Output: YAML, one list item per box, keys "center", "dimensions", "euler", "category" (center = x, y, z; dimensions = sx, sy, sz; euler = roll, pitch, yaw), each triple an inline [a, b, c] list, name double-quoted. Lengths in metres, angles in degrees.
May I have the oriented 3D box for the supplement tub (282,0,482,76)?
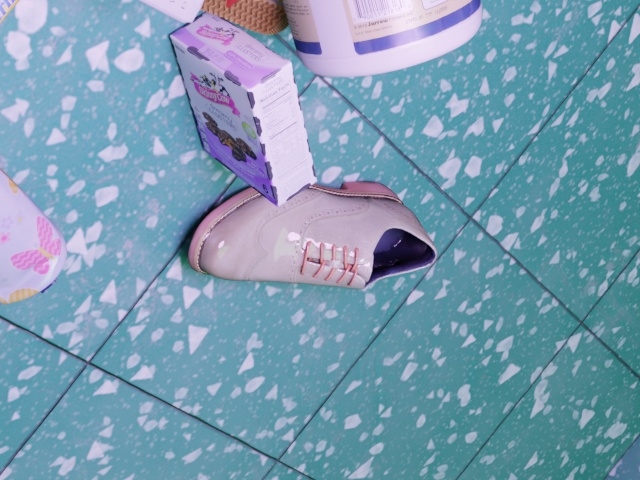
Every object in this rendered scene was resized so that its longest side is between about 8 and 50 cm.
- center: [0.048, -0.369, 1.775]
  dimensions: [0.228, 0.228, 0.316]
  euler: [-26, 113, -28]
  category: "supplement tub"

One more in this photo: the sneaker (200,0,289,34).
- center: [-0.117, -0.317, 1.848]
  dimensions: [0.185, 0.084, 0.069]
  euler: [27, 131, -29]
  category: "sneaker"

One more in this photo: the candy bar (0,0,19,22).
- center: [-0.350, -0.263, 1.691]
  dimensions: [0.161, 0.018, 0.040]
  euler: [-51, 142, -2]
  category: "candy bar"

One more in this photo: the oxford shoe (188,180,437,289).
- center: [0.000, 0.000, 2.140]
  dimensions: [0.397, 0.146, 0.140]
  euler: [-11, 128, -39]
  category: "oxford shoe"

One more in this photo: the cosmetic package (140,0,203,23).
- center: [-0.245, -0.402, 1.573]
  dimensions: [0.385, 0.156, 0.217]
  euler: [18, 108, -51]
  category: "cosmetic package"

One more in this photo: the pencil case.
- center: [-0.402, -0.036, 1.744]
  dimensions: [0.124, 0.113, 0.273]
  euler: [-41, 141, -5]
  category: "pencil case"

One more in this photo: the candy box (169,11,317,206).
- center: [-0.094, -0.164, 1.903]
  dimensions: [0.070, 0.165, 0.196]
  euler: [-35, 139, -21]
  category: "candy box"
